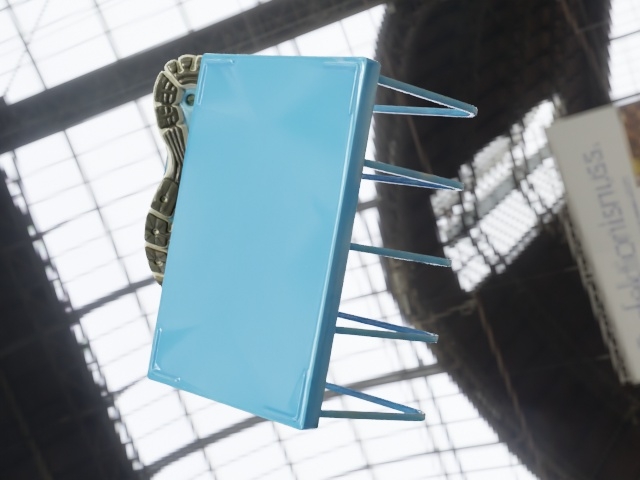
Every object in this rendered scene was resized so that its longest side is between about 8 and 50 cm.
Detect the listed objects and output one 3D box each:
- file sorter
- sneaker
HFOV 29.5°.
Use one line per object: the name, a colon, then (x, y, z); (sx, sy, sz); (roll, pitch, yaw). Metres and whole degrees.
file sorter: (0.000, 0.000, 0.619); (0.105, 0.118, 0.170); (9, -90, -45)
sneaker: (-0.076, -0.040, 0.811); (0.073, 0.064, 0.162); (-30, -55, -81)
